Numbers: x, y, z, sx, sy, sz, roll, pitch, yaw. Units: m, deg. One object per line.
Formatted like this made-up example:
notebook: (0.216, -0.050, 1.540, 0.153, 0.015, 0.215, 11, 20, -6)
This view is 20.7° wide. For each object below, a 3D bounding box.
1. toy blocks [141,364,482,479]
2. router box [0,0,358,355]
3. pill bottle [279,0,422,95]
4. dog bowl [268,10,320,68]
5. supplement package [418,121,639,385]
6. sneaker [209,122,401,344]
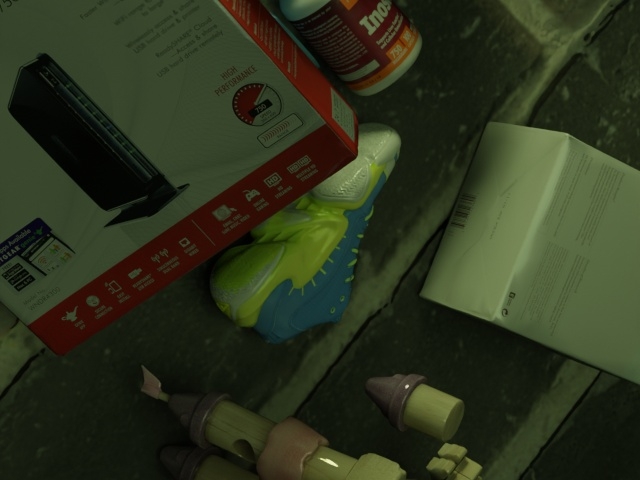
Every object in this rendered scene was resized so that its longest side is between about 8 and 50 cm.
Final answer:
toy blocks: (-0.035, 0.247, 1.627, 0.309, 0.260, 0.288, -48, 148, -37)
router box: (-0.190, -0.101, 1.450, 0.335, 0.082, 0.301, -34, 116, 20)
pill bottle: (0.018, -0.213, 1.621, 0.086, 0.086, 0.152, -49, 116, -10)
dog bowl: (-0.128, -0.226, 1.513, 0.074, 0.166, 0.297, -46, 115, 1)
supplement package: (0.245, 0.012, 1.734, 0.203, 0.149, 0.194, 23, 88, -27)
sneaker: (0.000, 0.000, 1.664, 0.240, 0.091, 0.126, -45, 133, -13)
